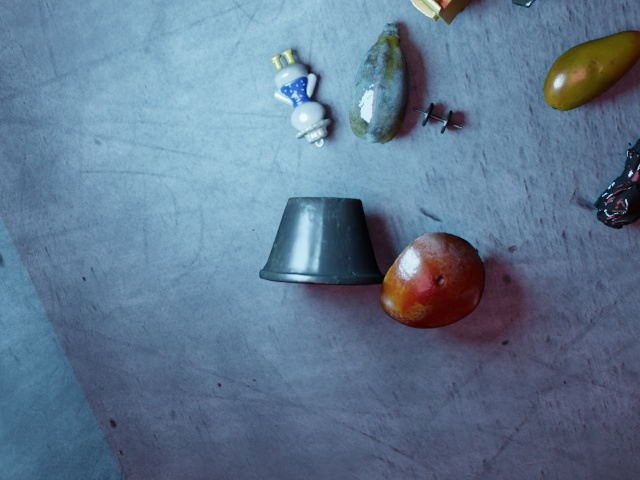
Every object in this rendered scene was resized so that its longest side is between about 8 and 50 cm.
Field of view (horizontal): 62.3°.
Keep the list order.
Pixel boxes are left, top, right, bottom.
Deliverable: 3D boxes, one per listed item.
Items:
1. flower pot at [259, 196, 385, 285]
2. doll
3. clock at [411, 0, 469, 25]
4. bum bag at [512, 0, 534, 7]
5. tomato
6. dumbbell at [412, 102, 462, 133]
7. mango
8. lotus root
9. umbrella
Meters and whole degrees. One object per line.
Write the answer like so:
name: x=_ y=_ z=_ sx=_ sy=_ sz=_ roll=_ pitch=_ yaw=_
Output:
flower pot: x=0.000 y=0.000 z=1.566 sx=0.378 sy=0.379 sz=0.251 roll=3 pitch=91 yaw=16
doll: x=-0.055 y=-0.411 z=1.552 sx=0.138 sy=0.119 sz=0.293 roll=-25 pitch=95 yaw=7
clock: x=0.268 y=-0.725 z=1.308 sx=0.317 sy=0.200 sz=0.244 roll=45 pitch=112 yaw=8
bum bag: x=0.598 y=-0.677 z=1.249 sx=0.326 sy=0.079 sz=0.142 roll=-28 pitch=54 yaw=20
tomato: x=0.340 y=0.146 z=1.508 sx=0.338 sy=0.144 sz=0.339 roll=-13 pitch=129 yaw=-16
dumbbell: x=0.326 y=-0.341 z=1.476 sx=0.147 sy=0.069 sz=0.070 roll=24 pitch=114 yaw=9
mango: x=0.672 y=-0.430 z=1.314 sx=0.253 sy=0.113 sz=0.139 roll=-35 pitch=96 yaw=22
lotus root: x=0.167 y=-0.430 z=1.458 sx=0.157 sy=0.140 sz=0.323 roll=12 pitch=109 yaw=13
umbrella: x=0.827 y=-0.187 z=1.360 sx=0.118 sy=0.118 sz=0.340 roll=26 pitch=110 yaw=7
